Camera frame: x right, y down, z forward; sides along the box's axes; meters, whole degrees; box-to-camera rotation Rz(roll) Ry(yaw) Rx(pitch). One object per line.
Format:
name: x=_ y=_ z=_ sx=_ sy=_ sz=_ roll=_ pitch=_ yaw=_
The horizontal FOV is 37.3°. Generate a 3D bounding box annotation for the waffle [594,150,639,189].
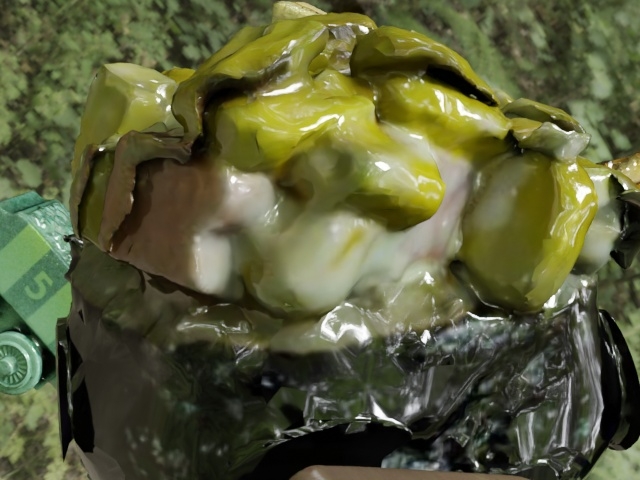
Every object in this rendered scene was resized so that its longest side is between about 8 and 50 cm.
waffle: x=0.229 y=-0.040 z=0.683 sx=0.148 sy=0.102 sz=0.042 roll=133 pitch=-58 yaw=-83

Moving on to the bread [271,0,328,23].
bread: x=-0.016 y=-0.200 z=1.375 sx=0.167 sy=0.264 sz=0.163 roll=20 pitch=13 yaw=5

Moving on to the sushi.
sushi: x=0.000 y=0.000 z=0.585 sx=0.329 sy=0.327 sz=0.286 roll=-126 pitch=-147 yaw=-68

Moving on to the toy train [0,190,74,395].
toy train: x=-0.426 y=0.082 z=1.400 sx=0.299 sy=0.238 sz=0.167 roll=48 pitch=15 yaw=-3

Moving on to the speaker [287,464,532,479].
speaker: x=0.074 y=0.216 z=0.344 sx=0.192 sy=0.153 sz=0.231 roll=15 pitch=19 yaw=-44
